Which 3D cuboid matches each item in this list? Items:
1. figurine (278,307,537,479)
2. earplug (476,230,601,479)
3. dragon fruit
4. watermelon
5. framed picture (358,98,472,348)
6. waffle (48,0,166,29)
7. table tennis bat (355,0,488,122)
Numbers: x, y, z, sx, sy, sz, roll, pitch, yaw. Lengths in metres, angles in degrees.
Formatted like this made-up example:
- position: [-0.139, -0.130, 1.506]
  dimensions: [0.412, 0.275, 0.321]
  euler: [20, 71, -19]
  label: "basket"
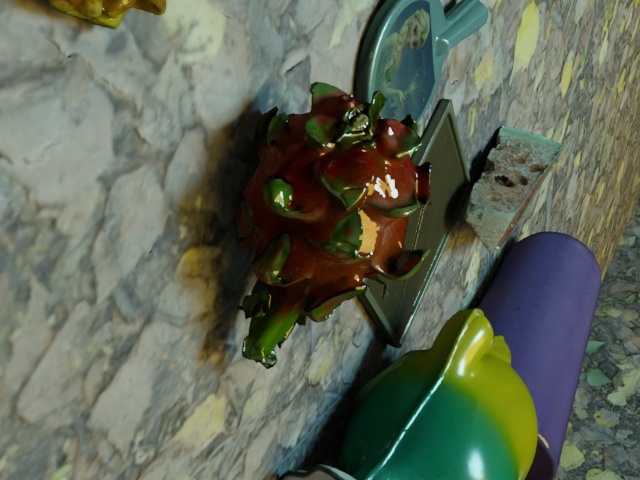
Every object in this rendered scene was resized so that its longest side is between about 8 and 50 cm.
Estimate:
- position: [0.129, 0.254, 0.837]
  dimensions: [0.340, 0.232, 0.323]
  euler: [-31, 127, -45]
  label: "figurine"
- position: [0.339, 0.163, 1.205]
  dimensions: [0.456, 0.215, 0.215]
  euler: [-54, 147, -38]
  label: "earplug"
- position: [0.003, -0.001, 0.554]
  dimensions: [0.135, 0.137, 0.235]
  euler: [-107, -153, -71]
  label: "dragon fruit"
- position: [0.255, -0.058, 1.025]
  dimensions: [0.241, 0.095, 0.154]
  euler: [-39, 149, -58]
  label: "watermelon"
- position: [0.122, -0.015, 0.882]
  dimensions: [0.259, 0.023, 0.189]
  euler: [-62, 151, -18]
  label: "framed picture"
- position: [-0.109, -0.190, 0.338]
  dimensions: [0.191, 0.038, 0.191]
  euler: [-37, 136, -48]
  label: "waffle"
- position: [0.106, -0.192, 0.740]
  dimensions: [0.237, 0.038, 0.149]
  euler: [-43, 140, -39]
  label: "table tennis bat"
